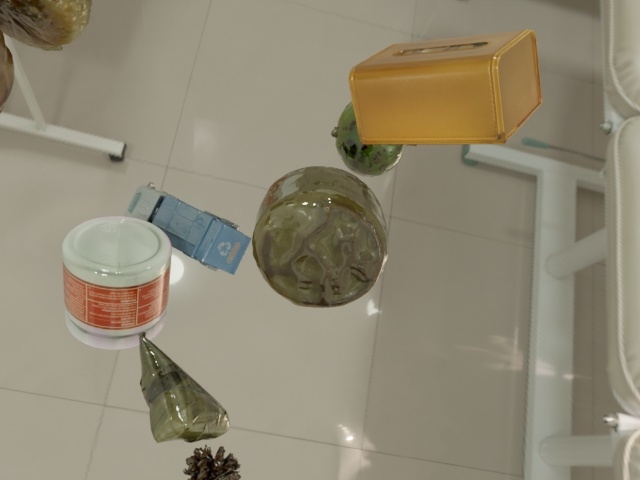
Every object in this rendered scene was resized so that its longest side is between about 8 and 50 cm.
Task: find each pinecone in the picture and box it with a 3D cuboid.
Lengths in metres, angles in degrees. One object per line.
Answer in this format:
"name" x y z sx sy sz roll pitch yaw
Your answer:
"pinecone" -0.255 0.535 1.456 0.140 0.140 0.121 -32 53 -20

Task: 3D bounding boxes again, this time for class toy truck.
"toy truck" -0.364 -0.034 1.738 0.367 0.175 0.146 24 84 21

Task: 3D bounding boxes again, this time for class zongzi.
"zongzi" -0.310 0.330 1.410 0.112 0.221 0.242 -32 63 7

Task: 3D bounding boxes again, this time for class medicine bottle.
"medicine bottle" -0.500 0.099 1.564 0.252 0.241 0.253 10 32 -6

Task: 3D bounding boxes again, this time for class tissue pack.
"tissue pack" 0.218 -0.267 1.107 0.194 0.274 0.146 -40 126 -44

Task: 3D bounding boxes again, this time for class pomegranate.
"pomegranate" 0.157 -0.266 1.622 0.262 0.211 0.211 0 72 -4

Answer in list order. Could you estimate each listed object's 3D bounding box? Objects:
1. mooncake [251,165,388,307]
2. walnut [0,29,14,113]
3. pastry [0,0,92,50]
"mooncake" 0.000 0.000 1.317 0.284 0.285 0.156 16 28 -6
"walnut" -0.626 -0.235 0.919 0.305 0.306 0.344 21 49 -4
"pastry" -0.493 -0.412 1.021 0.235 0.257 0.121 11 62 25
